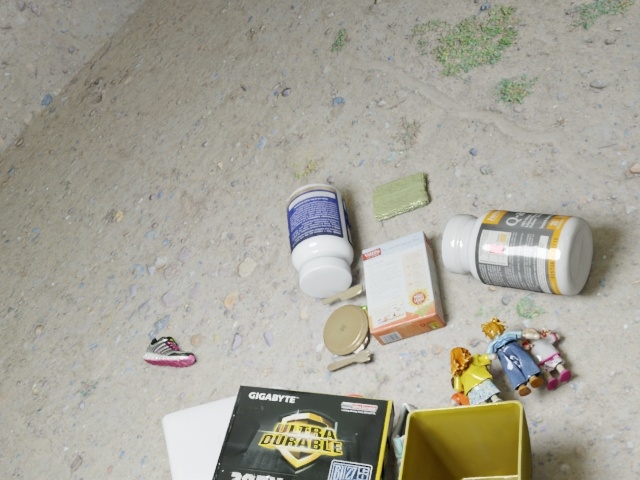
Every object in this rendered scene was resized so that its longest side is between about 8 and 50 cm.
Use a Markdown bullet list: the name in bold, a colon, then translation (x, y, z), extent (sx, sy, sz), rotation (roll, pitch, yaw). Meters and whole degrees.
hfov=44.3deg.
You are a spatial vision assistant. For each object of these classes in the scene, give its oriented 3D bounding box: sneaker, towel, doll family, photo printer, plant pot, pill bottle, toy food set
- **sneaker**: translation (0.166, 0.421, 1.529), extent (0.080, 0.094, 0.212), rotation (-13, 52, 24)
- **sneaker**: translation (-0.387, 0.282, 2.020), extent (0.170, 0.063, 0.075), rotation (-4, 61, 37)
- **towel**: translation (0.198, -0.109, 1.960), extent (0.148, 0.027, 0.110), rotation (-20, 48, 21)
- **doll family**: translation (0.346, 0.239, 1.531), extent (0.263, 0.118, 0.163), rotation (-34, 45, 7)
- **photo printer**: translation (-0.161, 0.448, 1.652), extent (0.307, 0.107, 0.256), rotation (-13, 50, -9)
- **plant pot**: translation (0.272, 0.429, 1.372), extent (0.212, 0.187, 0.212), rotation (-11, 40, 26)
- **pill bottle**: translation (0.000, 0.000, 1.917), extent (0.153, 0.153, 0.265), rotation (-23, 47, 17)
- **toy food set**: translation (0.065, 0.207, 1.806), extent (0.132, 0.038, 0.192), rotation (-23, 52, 27)
- **pill bottle**: translation (0.405, 0.020, 1.630), extent (0.278, 0.162, 0.162), rotation (7, 62, 37)

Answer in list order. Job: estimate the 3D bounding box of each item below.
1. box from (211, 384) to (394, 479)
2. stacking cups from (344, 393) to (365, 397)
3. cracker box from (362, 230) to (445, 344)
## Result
- **box**: translation (-0.032, 0.421, 1.524), extent (0.321, 0.079, 0.257), rotation (3, 52, 15)
- **stacking cups**: translation (0.055, 0.466, 1.578), extent (0.096, 0.096, 0.316), rotation (-17, 46, 22)
- **cracker box**: translation (0.185, 0.105, 1.776), extent (0.155, 0.067, 0.232), rotation (-19, 50, 20)
